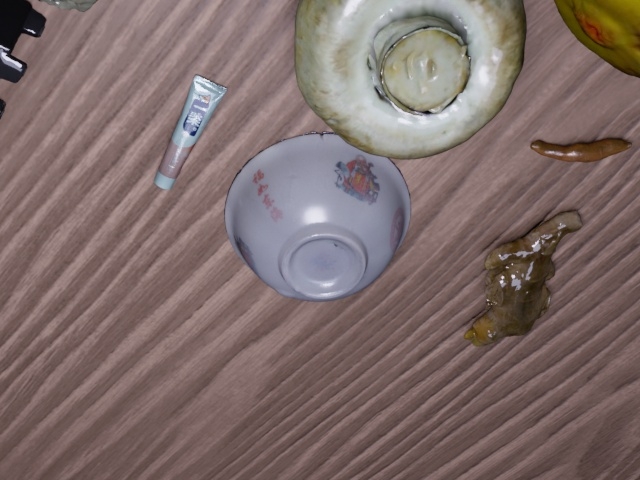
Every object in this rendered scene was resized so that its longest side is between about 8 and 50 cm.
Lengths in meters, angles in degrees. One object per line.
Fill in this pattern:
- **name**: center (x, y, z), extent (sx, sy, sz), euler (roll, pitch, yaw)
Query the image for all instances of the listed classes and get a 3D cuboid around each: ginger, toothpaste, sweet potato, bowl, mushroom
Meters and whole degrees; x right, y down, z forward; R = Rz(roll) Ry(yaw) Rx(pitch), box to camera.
- **ginger**: center (0.377, 0.087, 1.556), extent (0.166, 0.080, 0.333), euler (0, 130, -19)
- **toothpaste**: center (-0.223, -0.176, 1.349), extent (0.056, 0.036, 0.205), euler (22, 117, -20)
- **sweet potato**: center (0.452, -0.155, 1.410), extent (0.179, 0.044, 0.044), euler (-4, 126, -2)
- **bowl**: center (0.000, 0.000, 1.418), extent (0.345, 0.157, 0.345), euler (-2, 126, -2)
- **mushroom**: center (0.128, -0.281, 1.161), extent (0.352, 0.260, 0.352), euler (-5, 125, -8)

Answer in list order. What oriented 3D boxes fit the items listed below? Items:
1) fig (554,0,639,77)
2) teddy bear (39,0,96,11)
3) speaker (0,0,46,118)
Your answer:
- **fig**: center (0.487, -0.388, 1.077), extent (0.343, 0.343, 0.343), euler (-2, 126, -3)
- **teddy bear**: center (-0.415, -0.493, 1.002), extent (0.367, 0.224, 0.357), euler (10, 111, -9)
- **speaker**: center (-0.560, -0.270, 1.163), extent (0.254, 0.184, 0.232), euler (25, 121, -24)
